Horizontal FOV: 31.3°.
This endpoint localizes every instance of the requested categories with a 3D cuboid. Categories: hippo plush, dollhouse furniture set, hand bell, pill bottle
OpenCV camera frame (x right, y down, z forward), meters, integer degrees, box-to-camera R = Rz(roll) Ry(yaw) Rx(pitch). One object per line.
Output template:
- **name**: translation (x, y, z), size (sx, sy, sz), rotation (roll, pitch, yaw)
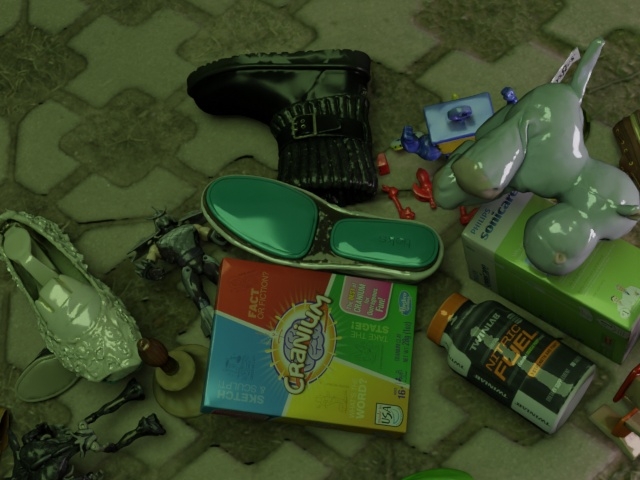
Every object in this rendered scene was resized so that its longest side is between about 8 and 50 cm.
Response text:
- **hippo plush**: translation (0.328, -0.087, 1.609), size (0.294, 0.234, 0.236), rotation (-42, 93, -2)
- **dollhouse furniture set**: translation (0.516, 0.152, 1.660), size (0.259, 0.262, 0.135), rotation (-29, 61, -33)
- **hand bell**: translation (-0.241, 0.195, 1.790), size (0.126, 0.242, 0.126), rotation (-4, 70, 10)
- **pill bottle**: translation (0.284, 0.178, 1.750), size (0.246, 0.130, 0.130), rotation (33, 80, 21)

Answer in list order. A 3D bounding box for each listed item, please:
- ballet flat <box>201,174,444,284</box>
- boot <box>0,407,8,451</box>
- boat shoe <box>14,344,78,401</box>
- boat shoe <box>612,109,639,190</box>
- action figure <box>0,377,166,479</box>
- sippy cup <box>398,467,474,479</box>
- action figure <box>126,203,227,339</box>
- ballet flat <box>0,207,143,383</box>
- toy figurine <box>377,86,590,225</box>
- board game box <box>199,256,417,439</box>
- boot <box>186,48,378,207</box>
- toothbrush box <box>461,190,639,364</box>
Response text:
- **ballet flat**: translation (0.000, 0.000, 1.857), size (0.401, 0.139, 0.139), rotation (13, 73, 5)
- **boot**: translation (-0.629, 0.280, 1.924), size (0.211, 0.104, 0.295), rotation (-3, 75, 5)
- **boat shoe**: translation (-0.432, 0.194, 1.940), size (0.206, 0.075, 0.065), rotation (-40, 25, 1)
- **boat shoe**: translation (0.520, -0.122, 1.855), size (0.060, 0.064, 0.177), rotation (-26, 62, 35)
- **action figure**: translation (-0.389, 0.340, 1.827), size (0.276, 0.141, 0.164), rotation (-28, 69, -17)
- **sippy cup**: translation (0.188, 0.494, 1.617), size (0.224, 0.305, 0.240), rotation (-4, 41, -2)
- **action figure**: translation (-0.203, 0.047, 1.910), size (0.185, 0.099, 0.285), rotation (-33, 71, -12)
- **ballet flat**: translation (-0.438, 0.082, 1.877), size (0.147, 0.147, 0.409), rotation (-43, 52, -6)
- **toy figurine**: translation (0.261, -0.153, 1.829), size (0.363, 0.217, 0.191), rotation (-11, 69, 8)
- **board game box**: translation (-0.016, 0.169, 1.791), size (0.317, 0.064, 0.242), rotation (8, 71, -9)
- **boot**: translation (-0.072, -0.183, 1.955), size (0.348, 0.131, 0.260), rotation (-3, 77, 19)
- **toothbrush box**: translation (0.368, 0.048, 1.740), size (0.283, 0.206, 0.122), rotation (29, 78, 20)
